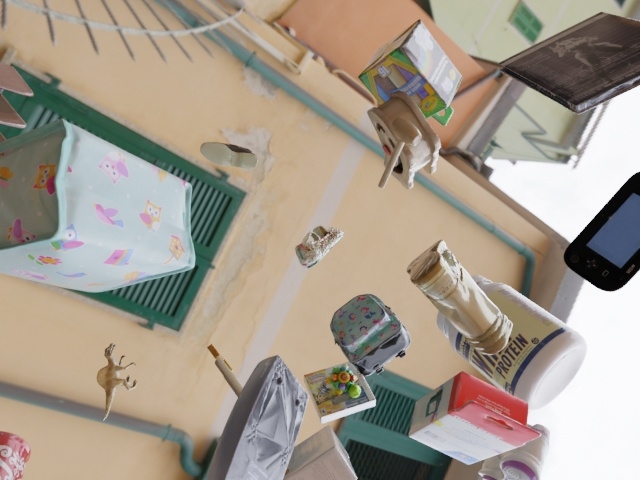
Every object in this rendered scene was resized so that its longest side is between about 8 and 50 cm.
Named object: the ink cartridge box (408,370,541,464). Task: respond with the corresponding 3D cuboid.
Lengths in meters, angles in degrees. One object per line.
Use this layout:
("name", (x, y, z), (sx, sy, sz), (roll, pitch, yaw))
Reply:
("ink cartridge box", (0.269, 0.313, 0.910), (0.078, 0.134, 0.231), (-65, -178, -38))

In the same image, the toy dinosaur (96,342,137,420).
("toy dinosaur", (-0.513, 0.352, 1.280), (0.053, 0.093, 0.183), (-21, -114, 39))

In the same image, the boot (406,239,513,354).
("boot", (0.270, 0.104, 1.000), (0.095, 0.203, 0.262), (-44, 179, 12))

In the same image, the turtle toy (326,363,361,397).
("turtle toy", (0.087, 0.487, 1.769), (0.095, 0.130, 0.066), (-37, 166, -22))

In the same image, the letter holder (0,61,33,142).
("letter holder", (-0.778, -0.304, 1.088), (0.214, 0.302, 0.152), (46, -77, 18))

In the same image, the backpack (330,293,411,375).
("backpack", (0.150, 0.296, 1.729), (0.225, 0.191, 0.253), (-37, -152, 1))

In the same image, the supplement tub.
("supplement tub", (0.494, 0.259, 1.363), (0.325, 0.236, 0.235), (41, -79, 44))

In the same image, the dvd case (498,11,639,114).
("dvd case", (0.358, -0.242, 0.680), (0.165, 0.018, 0.221), (-25, -148, 8))

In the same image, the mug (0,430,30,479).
("mug", (-0.519, 0.411, 0.794), (0.169, 0.113, 0.150), (-122, -158, -55))

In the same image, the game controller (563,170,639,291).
("game controller", (0.780, -0.023, 1.305), (0.319, 0.067, 0.166), (-52, -133, 10))

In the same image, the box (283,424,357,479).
("box", (-0.022, 0.512, 1.135), (0.171, 0.091, 0.130), (-32, -177, -4))

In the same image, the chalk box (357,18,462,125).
("chalk box", (0.215, -0.346, 1.143), (0.132, 0.213, 0.132), (-20, -149, 48))

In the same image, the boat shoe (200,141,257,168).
("boat shoe", (-0.208, -0.194, 1.157), (0.042, 0.133, 0.048), (52, -54, 56))

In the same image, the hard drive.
("hard drive", (-0.105, 0.344, 0.883), (0.054, 0.172, 0.254), (0, -132, 27))

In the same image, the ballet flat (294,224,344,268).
("ballet flat", (0.000, 0.000, 1.425), (0.091, 0.077, 0.241), (-34, -177, 27))

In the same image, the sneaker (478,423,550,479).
("sneaker", (0.487, 0.542, 1.260), (0.152, 0.114, 0.305), (-48, 161, -28))

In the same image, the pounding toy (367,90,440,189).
("pounding toy", (0.145, -0.200, 1.079), (0.155, 0.269, 0.154), (-34, -109, -3))

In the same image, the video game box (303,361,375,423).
("video game box", (0.066, 0.530, 1.820), (0.187, 0.205, 0.048), (-123, -154, -49))

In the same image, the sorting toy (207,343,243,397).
("sorting toy", (-0.255, 0.460, 1.588), (0.041, 0.229, 0.307), (-39, -136, -14))

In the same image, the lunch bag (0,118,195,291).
("lunch bag", (-0.325, -0.021, 0.636), (0.263, 0.223, 0.160), (-11, -107, 23))
